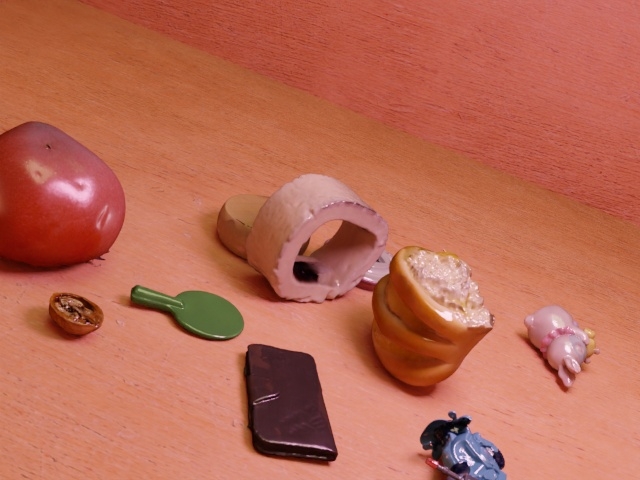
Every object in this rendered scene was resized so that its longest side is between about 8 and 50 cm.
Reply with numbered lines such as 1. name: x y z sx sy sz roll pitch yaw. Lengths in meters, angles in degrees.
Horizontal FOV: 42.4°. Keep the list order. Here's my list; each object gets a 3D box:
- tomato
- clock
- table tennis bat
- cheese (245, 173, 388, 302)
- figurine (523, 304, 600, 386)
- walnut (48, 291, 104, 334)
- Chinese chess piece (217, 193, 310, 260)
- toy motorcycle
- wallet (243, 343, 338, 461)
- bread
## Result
1. tomato: -0.586 -0.098 1.780 0.341 0.273 0.341 16 25 -8
2. clock: 0.122 0.058 2.252 0.244 0.056 0.244 16 26 -8
3. table tennis bat: -0.288 0.150 1.792 0.257 0.039 0.160 19 25 -16
4. cheese: -0.003 0.001 2.016 0.332 0.292 0.153 13 24 -44
5. figurine: 0.637 0.280 2.126 0.155 0.127 0.235 18 29 -28
6. walnut: -0.483 0.151 1.619 0.121 0.052 0.091 32 26 19
7. Chinese chess piece: -0.149 -0.029 2.174 0.250 0.097 0.251 16 25 -8
8. toy motorcycle: 0.266 0.430 1.549 0.182 0.124 0.272 32 25 1
9. wallet: -0.064 0.311 1.628 0.165 0.042 0.309 15 26 -16
10. bread: 0.222 0.163 1.874 0.211 0.270 0.316 26 29 -24
